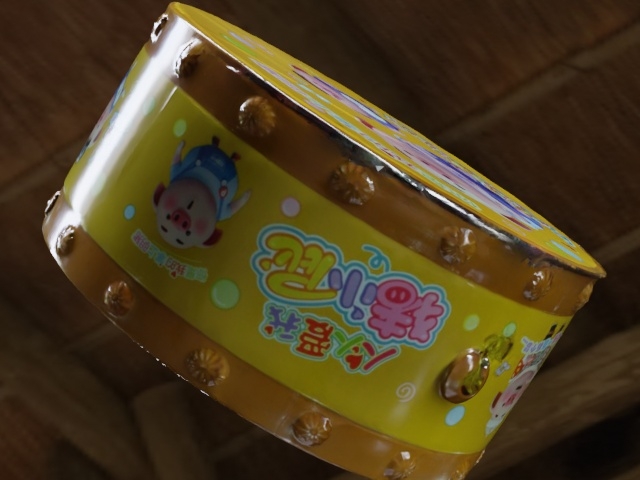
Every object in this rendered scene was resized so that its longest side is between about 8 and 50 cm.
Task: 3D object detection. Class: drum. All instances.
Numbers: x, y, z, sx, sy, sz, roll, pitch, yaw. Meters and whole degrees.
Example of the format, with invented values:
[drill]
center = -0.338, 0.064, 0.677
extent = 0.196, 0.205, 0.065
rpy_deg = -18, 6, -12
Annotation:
[drum]
center = 0.000, 0.000, 1.402
extent = 0.431, 0.431, 0.214
rpy_deg = 36, -80, 28
